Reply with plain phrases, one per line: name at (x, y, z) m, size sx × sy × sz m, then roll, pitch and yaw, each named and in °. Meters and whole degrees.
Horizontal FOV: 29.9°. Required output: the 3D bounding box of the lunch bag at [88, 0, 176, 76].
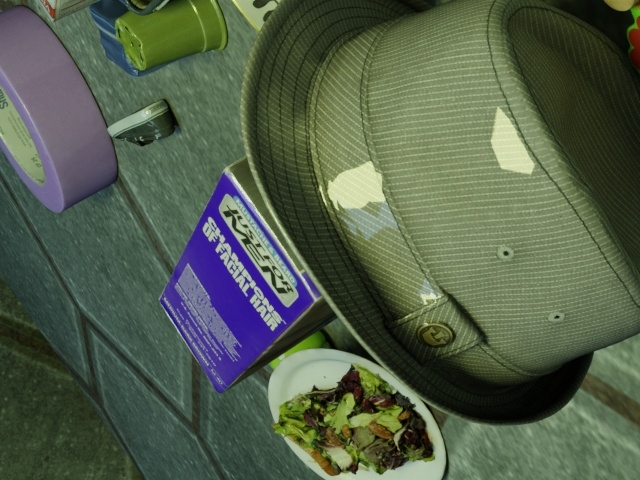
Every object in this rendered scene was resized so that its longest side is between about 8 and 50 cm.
lunch bag at (-0.179, -0.210, 1.163) m, size 0.098 × 0.067 × 0.065 m, roll 36°, pitch 149°, yaw 46°

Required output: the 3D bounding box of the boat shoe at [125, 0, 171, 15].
boat shoe at (-0.121, -0.258, 0.933) m, size 0.095 × 0.079 × 0.254 m, roll 46°, pitch 160°, yaw 0°

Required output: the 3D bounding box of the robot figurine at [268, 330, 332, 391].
robot figurine at (-0.011, 0.140, 1.266) m, size 0.101 × 0.067 × 0.115 m, roll -6°, pitch 115°, yaw 54°

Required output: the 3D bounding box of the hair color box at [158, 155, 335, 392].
hair color box at (0.000, 0.000, 0.895) m, size 0.110 × 0.185 × 0.339 m, roll 55°, pitch 159°, yaw 7°

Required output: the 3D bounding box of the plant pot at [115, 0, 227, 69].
plant pot at (-0.140, -0.193, 1.084) m, size 0.083 × 0.079 × 0.083 m, roll 45°, pitch 155°, yaw 28°

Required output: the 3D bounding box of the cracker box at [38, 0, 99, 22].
cracker box at (-0.276, -0.344, 1.196) m, size 0.156 × 0.067 × 0.232 m, roll 56°, pitch 158°, yaw 7°

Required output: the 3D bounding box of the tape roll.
tape roll at (-0.387, -0.177, 1.632) m, size 0.275 × 0.090 × 0.275 m, roll 46°, pitch 156°, yaw 27°

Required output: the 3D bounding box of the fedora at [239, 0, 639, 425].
fedora at (0.100, -0.037, 0.627) m, size 0.124 × 0.244 × 0.275 m, roll -22°, pitch 113°, yaw 40°

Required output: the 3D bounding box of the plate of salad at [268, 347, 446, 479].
plate of salad at (0.029, 0.193, 1.192) m, size 0.199 × 0.048 × 0.200 m, roll 18°, pitch 130°, yaw 23°

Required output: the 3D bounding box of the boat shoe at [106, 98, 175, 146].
boat shoe at (-0.203, -0.126, 1.356) m, size 0.040 × 0.049 × 0.142 m, roll 62°, pitch 156°, yaw -10°

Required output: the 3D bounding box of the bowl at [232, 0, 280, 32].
bowl at (0.002, -0.184, 0.747) m, size 0.080 × 0.170 × 0.170 m, roll -34°, pitch 87°, yaw 25°

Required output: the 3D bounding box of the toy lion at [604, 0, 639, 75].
toy lion at (0.184, -0.100, 0.576) m, size 0.096 × 0.034 × 0.100 m, roll 57°, pitch 159°, yaw -17°
